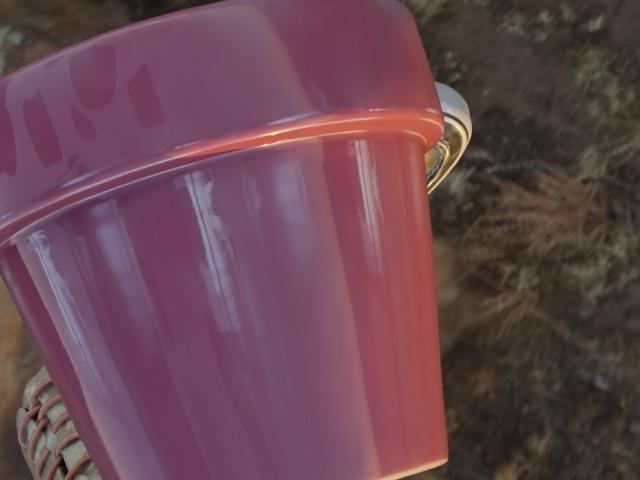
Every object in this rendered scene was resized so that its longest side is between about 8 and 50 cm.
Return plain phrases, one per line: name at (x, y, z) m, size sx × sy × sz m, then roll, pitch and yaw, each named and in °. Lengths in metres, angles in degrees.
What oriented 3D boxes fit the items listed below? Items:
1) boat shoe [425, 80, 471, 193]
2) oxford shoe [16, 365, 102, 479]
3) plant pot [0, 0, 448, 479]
boat shoe at (0.000, 0.000, 0.868) m, size 0.078 × 0.070 × 0.219 m, roll 29°, pitch 124°, yaw -36°
oxford shoe at (-0.135, 0.154, 0.967) m, size 0.146 × 0.397 × 0.140 m, roll 39°, pitch 98°, yaw -9°
plant pot at (-0.035, 0.020, 0.636) m, size 0.201 × 0.201 × 0.180 m, roll -20°, pitch 81°, yaw 27°
